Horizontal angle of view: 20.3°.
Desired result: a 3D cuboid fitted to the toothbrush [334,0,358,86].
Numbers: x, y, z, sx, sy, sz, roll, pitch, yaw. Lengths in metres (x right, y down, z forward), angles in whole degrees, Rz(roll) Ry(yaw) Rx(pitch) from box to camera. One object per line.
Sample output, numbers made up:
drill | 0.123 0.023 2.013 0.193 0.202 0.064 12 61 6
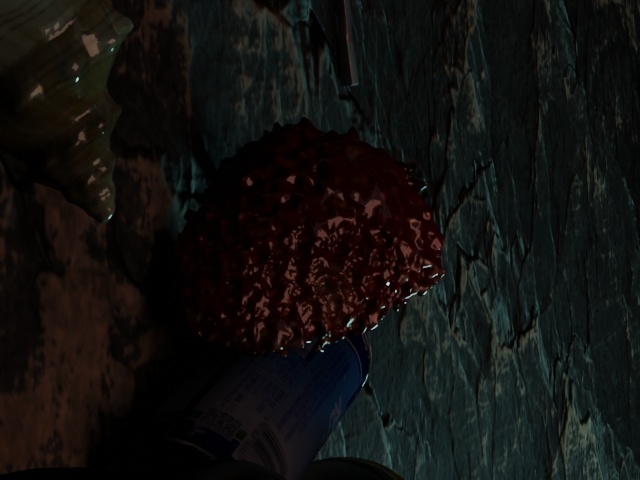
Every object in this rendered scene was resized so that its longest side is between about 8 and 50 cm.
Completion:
toothbrush | 0.016 -0.219 1.411 0.014 0.017 0.194 -15 104 -64

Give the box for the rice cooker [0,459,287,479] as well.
rice cooker | -0.080 0.220 0.786 0.267 0.224 0.267 -1 90 -70

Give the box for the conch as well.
conch | -0.154 -0.108 0.788 0.114 0.137 0.234 -48 127 -28

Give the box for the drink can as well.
drink can | -0.046 0.111 1.081 0.235 0.097 0.097 -50 133 -62

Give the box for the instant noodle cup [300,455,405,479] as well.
instant noodle cup | 0.043 0.264 1.177 0.236 0.215 0.215 54 37 -40

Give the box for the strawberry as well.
strawberry | 0.002 -0.005 1.117 0.208 0.167 0.087 -67 -177 -57
